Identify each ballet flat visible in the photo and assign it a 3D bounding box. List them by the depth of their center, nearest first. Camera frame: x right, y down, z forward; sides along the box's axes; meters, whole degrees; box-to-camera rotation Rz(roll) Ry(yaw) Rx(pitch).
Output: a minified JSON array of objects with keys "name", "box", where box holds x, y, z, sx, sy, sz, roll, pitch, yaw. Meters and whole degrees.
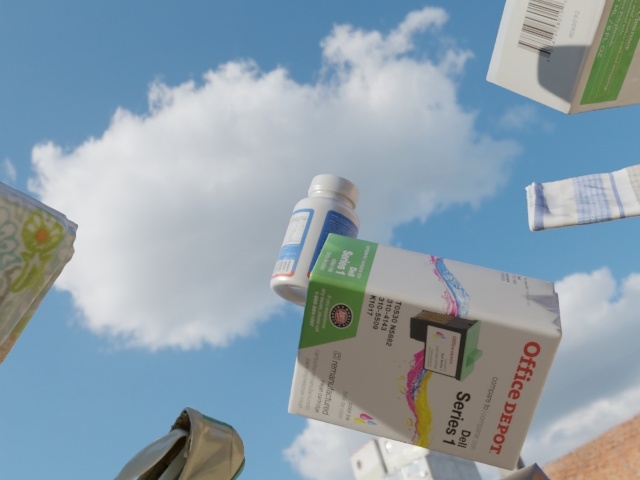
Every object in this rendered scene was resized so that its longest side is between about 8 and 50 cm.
[{"name":"ballet flat","box":[-0.170,0.249,0.598,0.248,0.086,0.086,-50,-32,-19]}]

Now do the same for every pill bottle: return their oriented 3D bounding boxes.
[{"name":"pill bottle","box":[0.000,0.000,1.230,0.124,0.222,0.124,15,-22,6]}]

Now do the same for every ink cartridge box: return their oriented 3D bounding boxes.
[{"name":"ink cartridge box","box":[0.119,0.129,0.823,0.278,0.117,0.201,13,-64,7]}]

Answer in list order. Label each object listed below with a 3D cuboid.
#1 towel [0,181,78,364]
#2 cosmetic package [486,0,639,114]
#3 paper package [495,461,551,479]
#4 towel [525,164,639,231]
[{"name":"towel","box":[-0.456,0.041,0.638,0.374,0.090,0.321,33,-89,-42]},{"name":"cosmetic package","box":[0.426,-0.305,0.981,0.365,0.155,0.197,-14,-54,-33]},{"name":"paper package","box":[0.253,0.557,1.152,0.324,0.168,0.310,-6,-49,-38]},{"name":"towel","box":[0.499,-0.081,1.200,0.284,0.209,0.034,-9,-71,20]}]
